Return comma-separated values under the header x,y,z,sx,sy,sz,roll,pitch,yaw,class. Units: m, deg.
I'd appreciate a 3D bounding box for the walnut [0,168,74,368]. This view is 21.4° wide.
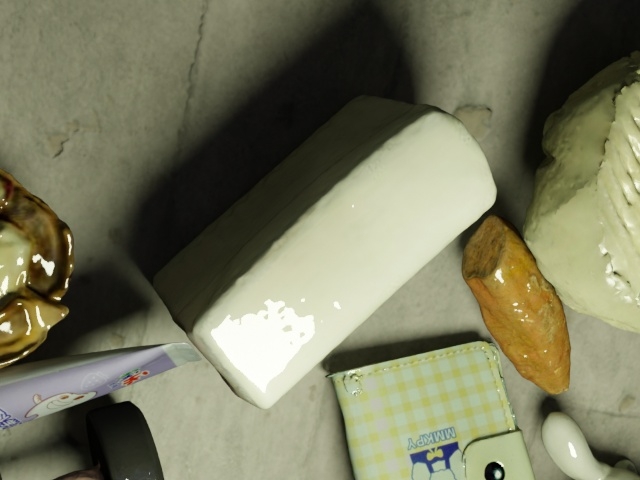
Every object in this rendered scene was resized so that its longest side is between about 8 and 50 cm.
x,y,z,sx,sy,sz,roll,pitch,yaw,class
-0.366,0.013,1.740,0.204,0.141,0.238,-13,102,-26,walnut

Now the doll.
x,y,z,sx,sy,sz,roll,pitch,yaw,class
0.353,0.347,1.988,0.242,0.160,0.311,-45,109,-36,doll

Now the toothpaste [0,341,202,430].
x,y,z,sx,sy,sz,roll,pitch,yaw,class
-0.311,0.155,1.769,0.371,0.125,0.080,-15,77,-2,toothpaste

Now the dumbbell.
x,y,z,sx,sy,sz,roll,pitch,yaw,class
-0.283,0.269,1.803,0.218,0.152,0.152,-14,104,-15,dumbbell

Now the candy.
x,y,z,sx,sy,sz,roll,pitch,yaw,class
0.002,0.002,1.819,0.359,0.208,0.145,-42,110,-7,candy

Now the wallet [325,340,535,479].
x,y,z,sx,sy,sz,roll,pitch,yaw,class
0.143,0.282,1.955,0.223,0.077,0.309,-11,87,-16,wallet

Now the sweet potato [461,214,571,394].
x,y,z,sx,sy,sz,roll,pitch,yaw,class
0.232,0.083,1.970,0.097,0.097,0.251,-32,121,-10,sweet potato

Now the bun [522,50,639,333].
x,y,z,sx,sy,sz,roll,pitch,yaw,class
0.381,-0.054,1.936,0.360,0.211,0.359,-1,92,-25,bun
